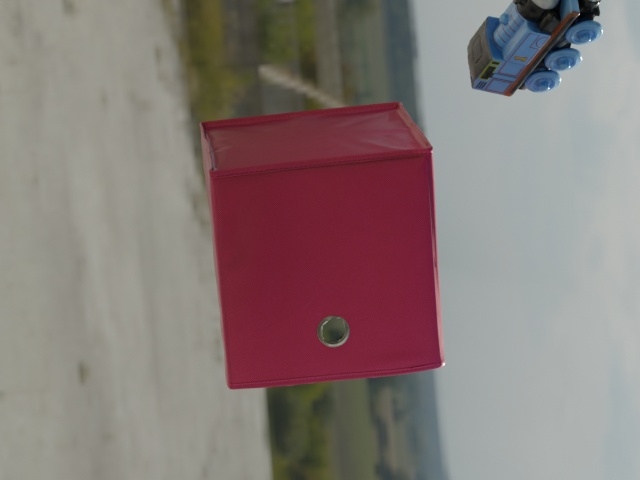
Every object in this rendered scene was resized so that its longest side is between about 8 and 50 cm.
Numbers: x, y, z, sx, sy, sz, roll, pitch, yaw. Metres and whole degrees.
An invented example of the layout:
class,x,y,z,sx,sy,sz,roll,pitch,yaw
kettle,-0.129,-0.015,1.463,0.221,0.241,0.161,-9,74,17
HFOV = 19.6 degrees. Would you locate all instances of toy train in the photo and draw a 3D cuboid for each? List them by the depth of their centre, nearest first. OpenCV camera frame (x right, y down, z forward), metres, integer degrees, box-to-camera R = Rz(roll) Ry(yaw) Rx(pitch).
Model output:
class,x,y,z,sx,sy,sz,roll,pitch,yaw
toy train,0.240,-0.230,2.074,0.184,0.105,0.080,128,-36,-53

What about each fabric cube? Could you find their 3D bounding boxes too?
class,x,y,z,sx,sy,sz,roll,pitch,yaw
fabric cube,0.000,0.000,2.151,0.259,0.254,0.258,-108,-167,-73
